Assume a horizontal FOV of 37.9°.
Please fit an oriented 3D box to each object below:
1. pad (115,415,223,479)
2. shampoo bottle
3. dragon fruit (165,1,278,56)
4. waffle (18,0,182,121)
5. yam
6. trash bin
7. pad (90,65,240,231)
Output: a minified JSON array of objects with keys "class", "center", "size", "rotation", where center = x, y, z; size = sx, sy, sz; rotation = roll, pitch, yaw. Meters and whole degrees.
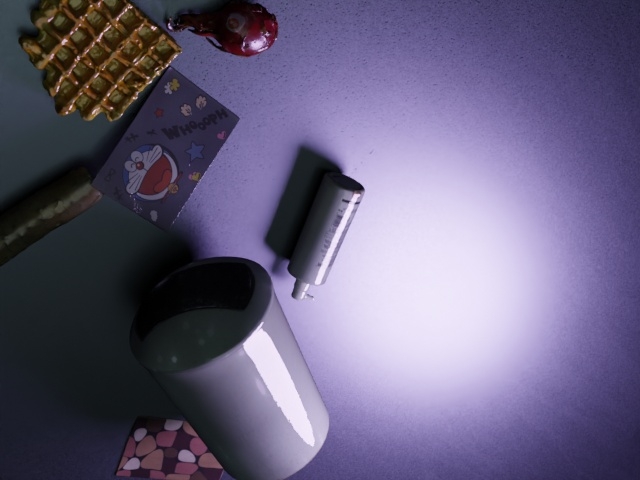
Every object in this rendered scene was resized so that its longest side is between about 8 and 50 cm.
[{"class":"pad","center":[-0.300,0.447,1.982],"size":[0.235,0.003,0.158],"rotation":[12,112,-26]},{"class":"shampoo bottle","center":[0.000,0.000,1.805],"size":[0.085,0.085,0.262],"rotation":[13,112,-26]},{"class":"dragon fruit","center":[-0.160,-0.352,1.552],"size":[0.190,0.094,0.094],"rotation":[0,117,-13]},{"class":"waffle","center":[-0.378,-0.305,1.512],"size":[0.219,0.057,0.229],"rotation":[-47,122,8]},{"class":"yam","center":[-0.540,-0.002,1.602],"size":[0.371,0.083,0.083],"rotation":[-34,124,-2]},{"class":"trash bin","center":[-0.166,0.236,1.762],"size":[0.280,0.280,0.432],"rotation":[-28,127,-5]},{"class":"pad","center":[-0.267,-0.157,1.626],"size":[0.170,0.006,0.245],"rotation":[36,85,-31]}]
